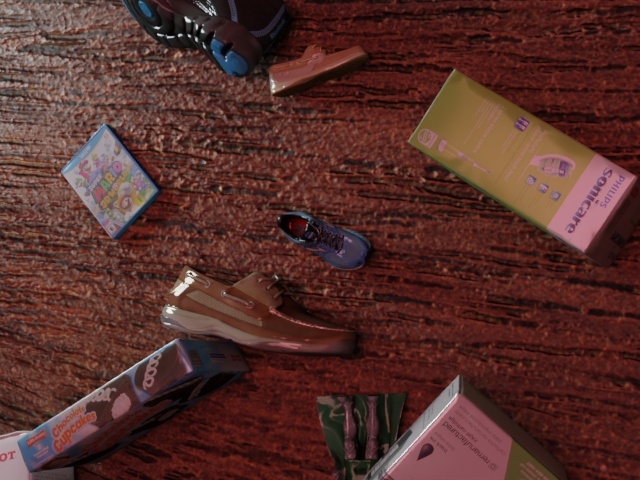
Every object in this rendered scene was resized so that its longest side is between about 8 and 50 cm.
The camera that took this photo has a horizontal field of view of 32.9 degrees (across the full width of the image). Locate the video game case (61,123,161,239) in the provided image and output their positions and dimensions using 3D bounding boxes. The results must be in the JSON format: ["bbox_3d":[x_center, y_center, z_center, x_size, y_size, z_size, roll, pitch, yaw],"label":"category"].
[{"bbox_3d":[-0.357,-0.101,1.844,0.119,0.015,0.166,-45,69,12],"label":"video game case"}]

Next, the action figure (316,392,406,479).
[{"bbox_3d":[0.063,0.343,1.590,0.137,0.063,0.232,-5,85,19],"label":"action figure"}]

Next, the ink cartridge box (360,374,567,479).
[{"bbox_3d":[0.172,0.355,1.481,0.198,0.115,0.273,41,100,1],"label":"ink cartridge box"}]

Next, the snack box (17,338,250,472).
[{"bbox_3d":[-0.286,0.255,1.676,0.322,0.187,0.060,-32,72,16],"label":"snack box"}]

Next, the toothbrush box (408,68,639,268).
[{"bbox_3d":[0.287,-0.092,1.468,0.283,0.206,0.122,37,97,23],"label":"toothbrush box"}]

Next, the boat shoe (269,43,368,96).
[{"bbox_3d":[-0.008,-0.277,1.693,0.170,0.063,0.059,-18,83,21],"label":"boat shoe"}]

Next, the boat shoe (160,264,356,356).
[{"bbox_3d":[-0.096,0.104,1.654,0.324,0.123,0.116,10,85,22],"label":"boat shoe"}]

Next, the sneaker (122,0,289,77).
[{"bbox_3d":[-0.201,-0.385,1.778,0.341,0.125,0.139,33,70,25],"label":"sneaker"}]

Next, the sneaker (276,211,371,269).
[{"bbox_3d":[0.000,0.000,1.649,0.162,0.073,0.063,21,91,24],"label":"sneaker"}]

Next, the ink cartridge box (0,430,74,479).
[{"bbox_3d":[-0.516,0.485,1.750,0.226,0.131,0.306,-15,66,20],"label":"ink cartridge box"}]
